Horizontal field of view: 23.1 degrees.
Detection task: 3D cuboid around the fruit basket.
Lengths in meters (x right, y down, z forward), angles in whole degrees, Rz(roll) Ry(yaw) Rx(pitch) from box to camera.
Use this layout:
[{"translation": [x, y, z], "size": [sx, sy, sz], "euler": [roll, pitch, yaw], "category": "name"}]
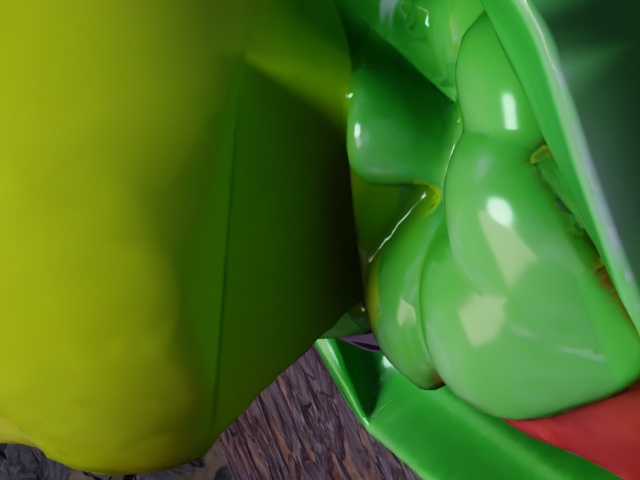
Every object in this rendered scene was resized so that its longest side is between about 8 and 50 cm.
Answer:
[{"translation": [0.000, 0.000, 0.507], "size": [0.282, 0.392, 0.392], "euler": [67, 167, -18], "category": "fruit basket"}]
